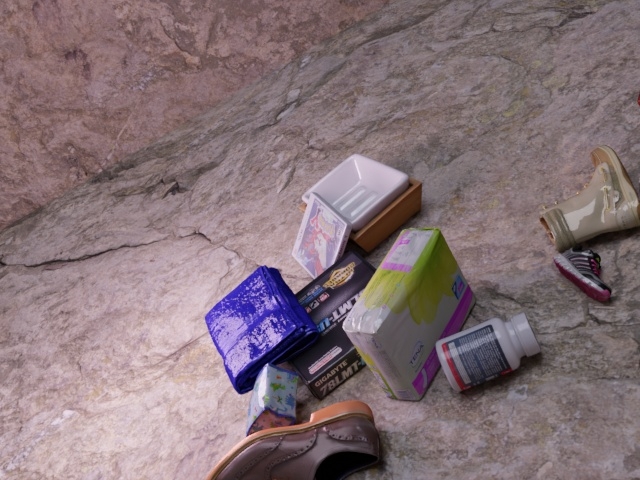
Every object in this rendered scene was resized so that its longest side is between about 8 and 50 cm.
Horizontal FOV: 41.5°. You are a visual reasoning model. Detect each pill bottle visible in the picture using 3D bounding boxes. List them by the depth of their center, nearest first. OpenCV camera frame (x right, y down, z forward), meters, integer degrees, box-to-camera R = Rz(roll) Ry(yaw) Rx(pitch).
[{"bbox_3d":[0.322,0.209,1.618,0.180,0.108,0.108,-24,33,12],"label":"pill bottle"}]

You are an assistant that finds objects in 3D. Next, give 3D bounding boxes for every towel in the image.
[{"bbox_3d":[-0.149,0.190,1.945,0.228,0.076,0.308,-37,33,-1],"label":"towel"}]

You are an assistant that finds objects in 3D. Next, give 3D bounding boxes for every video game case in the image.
[{"bbox_3d":[0.000,0.000,2.121,0.201,0.023,0.183,44,122,52],"label":"video game case"}]

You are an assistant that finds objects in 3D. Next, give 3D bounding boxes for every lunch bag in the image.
[{"bbox_3d":[-0.111,0.359,1.785,0.151,0.096,0.128,-53,21,35],"label":"lunch bag"}]

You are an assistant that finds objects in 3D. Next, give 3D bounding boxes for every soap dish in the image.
[{"bbox_3d":[0.107,-0.098,2.197,0.229,0.118,0.291,-40,34,-12],"label":"soap dish"}]

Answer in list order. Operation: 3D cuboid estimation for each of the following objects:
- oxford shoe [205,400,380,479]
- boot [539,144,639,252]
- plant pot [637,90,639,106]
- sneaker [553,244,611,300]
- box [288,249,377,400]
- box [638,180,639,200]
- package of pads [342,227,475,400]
[{"bbox_3d":[-0.057,0.435,1.620,0.364,0.130,0.132,-28,39,7],"label":"oxford shoe"},{"bbox_3d":[0.568,-0.091,1.831,0.204,0.095,0.262,-23,38,16],"label":"boot"},{"bbox_3d":[0.827,-0.313,1.742,0.235,0.267,0.267,-51,20,-4],"label":"plant pot"},{"bbox_3d":[0.534,0.057,1.684,0.075,0.063,0.170,-38,28,2],"label":"sneaker"},{"bbox_3d":[0.038,0.184,1.925,0.296,0.073,0.293,-37,32,-6],"label":"box"},{"bbox_3d":[0.767,-0.102,1.629,0.183,0.056,0.231,-14,17,-39],"label":"box"},{"bbox_3d":[0.186,0.141,1.710,0.101,0.229,0.296,2,46,42],"label":"package of pads"}]
